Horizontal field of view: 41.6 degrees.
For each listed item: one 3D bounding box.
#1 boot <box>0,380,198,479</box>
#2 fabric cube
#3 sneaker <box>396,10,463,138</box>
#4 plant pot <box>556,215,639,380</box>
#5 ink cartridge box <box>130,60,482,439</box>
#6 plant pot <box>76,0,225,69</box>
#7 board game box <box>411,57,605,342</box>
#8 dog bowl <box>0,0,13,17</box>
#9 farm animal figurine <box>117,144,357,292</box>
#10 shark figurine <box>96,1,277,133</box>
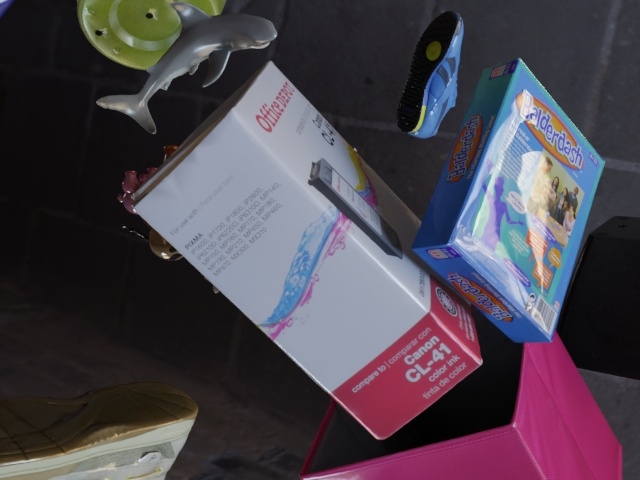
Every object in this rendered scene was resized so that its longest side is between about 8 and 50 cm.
[{"bbox_3d":[-0.195,0.194,0.601,0.077,0.213,0.165,31,112,40],"label":"boot"},{"bbox_3d":[0.176,0.250,0.967,0.254,0.259,0.258,-23,110,29],"label":"fabric cube"},{"bbox_3d":[0.193,-0.268,1.376,0.069,0.082,0.209,38,117,46],"label":"sneaker"},{"bbox_3d":[0.413,0.065,1.061,0.187,0.188,0.167,9,107,33],"label":"plant pot"},{"bbox_3d":[0.000,0.000,0.793,0.131,0.226,0.306,-39,104,18],"label":"ink cartridge box"},{"bbox_3d":[-0.305,-0.507,1.520,0.366,0.366,0.353,-29,49,29],"label":"plant pot"},{"bbox_3d":[0.181,-0.036,0.777,0.047,0.160,0.210,-9,48,50],"label":"board game box"},{"bbox_3d":[-0.445,-0.335,0.894,0.104,0.265,0.265,-27,76,40],"label":"dog bowl"},{"bbox_3d":[-0.108,-0.014,1.139,0.327,0.330,0.172,-1,84,-11],"label":"farm animal figurine"},{"bbox_3d":[-0.211,-0.296,1.278,0.278,0.116,0.166,-30,42,10],"label":"shark figurine"}]
